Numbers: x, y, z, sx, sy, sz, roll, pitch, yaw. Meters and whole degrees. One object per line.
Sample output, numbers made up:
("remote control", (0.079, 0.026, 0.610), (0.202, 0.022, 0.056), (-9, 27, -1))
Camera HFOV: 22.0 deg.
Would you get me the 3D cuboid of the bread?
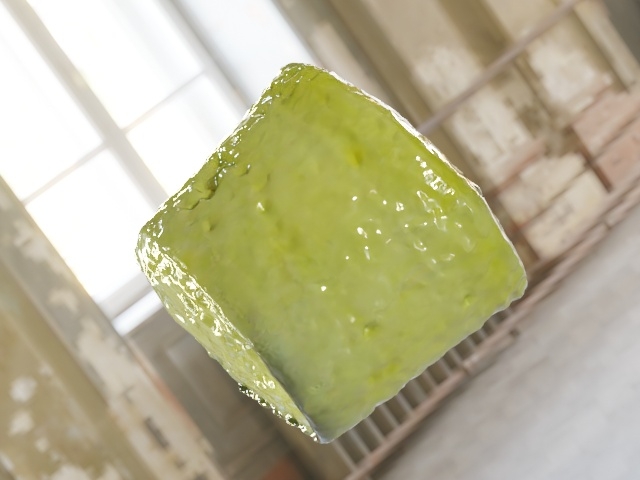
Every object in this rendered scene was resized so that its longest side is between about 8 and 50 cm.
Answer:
("bread", (0.000, 0.000, 0.618), (0.114, 0.111, 0.129), (-46, 21, -11))
